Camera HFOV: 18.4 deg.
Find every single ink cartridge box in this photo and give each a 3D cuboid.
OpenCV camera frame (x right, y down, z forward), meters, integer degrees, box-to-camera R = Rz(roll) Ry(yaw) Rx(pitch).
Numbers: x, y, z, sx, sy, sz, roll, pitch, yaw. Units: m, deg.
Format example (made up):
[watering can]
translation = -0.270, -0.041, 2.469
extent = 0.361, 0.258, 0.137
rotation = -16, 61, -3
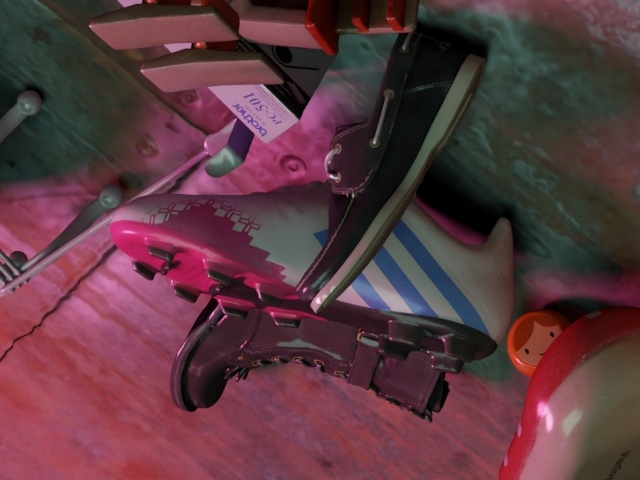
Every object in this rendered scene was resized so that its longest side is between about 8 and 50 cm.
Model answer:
[ink cartridge box]
translation = -0.085, -0.180, 1.514
extent = 0.207, 0.097, 0.046
rotation = 44, 132, -15

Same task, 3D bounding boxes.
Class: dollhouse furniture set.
[dollhouse furniture set]
translation = -0.033, -0.227, 1.365
extent = 0.135, 0.262, 0.259
rotation = 0, 162, 22

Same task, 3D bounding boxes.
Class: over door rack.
[over door rack]
translation = -0.231, -0.109, 1.635
extent = 0.324, 0.108, 0.239
rotation = -28, 113, 36

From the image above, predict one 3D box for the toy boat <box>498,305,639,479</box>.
[toy boat]
translation = 0.208, 0.121, 1.629
extent = 0.151, 0.151, 0.231
rotation = 58, 159, 24

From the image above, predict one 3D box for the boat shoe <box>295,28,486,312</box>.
[boat shoe]
translation = 0.039, -0.053, 1.502
extent = 0.079, 0.233, 0.084
rotation = 29, 173, 6

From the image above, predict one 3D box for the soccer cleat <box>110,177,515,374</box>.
[soccer cleat]
translation = 0.000, 0.000, 1.588
extent = 0.331, 0.143, 0.116
rotation = 17, 162, -8

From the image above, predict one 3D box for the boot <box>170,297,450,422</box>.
[boot]
translation = 0.001, 0.100, 1.723
extent = 0.229, 0.091, 0.263
rotation = 26, 132, 2
